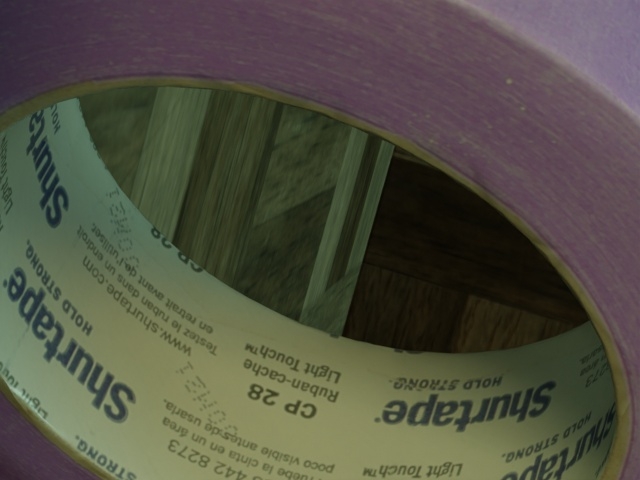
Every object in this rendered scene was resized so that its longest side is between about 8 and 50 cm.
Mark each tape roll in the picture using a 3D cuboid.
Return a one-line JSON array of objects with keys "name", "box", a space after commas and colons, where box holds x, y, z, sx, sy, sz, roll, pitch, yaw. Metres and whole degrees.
[{"name": "tape roll", "box": [0.000, 0.000, 0.505, 0.275, 0.275, 0.090, 98, 12, -48]}]
